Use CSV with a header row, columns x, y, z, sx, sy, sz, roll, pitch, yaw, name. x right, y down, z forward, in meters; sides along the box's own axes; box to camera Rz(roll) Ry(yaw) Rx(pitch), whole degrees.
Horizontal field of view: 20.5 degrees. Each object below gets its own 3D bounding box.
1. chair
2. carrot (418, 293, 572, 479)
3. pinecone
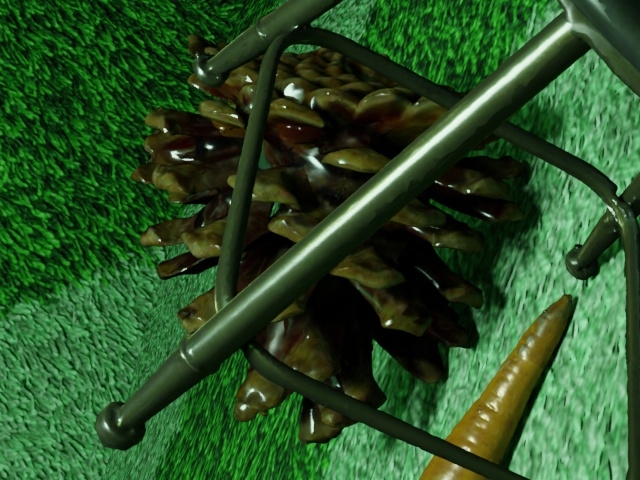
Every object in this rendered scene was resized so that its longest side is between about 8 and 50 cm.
x,y,z,sx,sy,sz,roll,pitch,yaw,name
0.143,-0.043,1.098,0.410,0.364,0.362,-47,23,41,chair
0.129,0.152,1.404,0.257,0.061,0.061,-64,14,2,carrot
0.000,0.000,1.602,0.384,0.384,0.384,-59,16,29,pinecone
